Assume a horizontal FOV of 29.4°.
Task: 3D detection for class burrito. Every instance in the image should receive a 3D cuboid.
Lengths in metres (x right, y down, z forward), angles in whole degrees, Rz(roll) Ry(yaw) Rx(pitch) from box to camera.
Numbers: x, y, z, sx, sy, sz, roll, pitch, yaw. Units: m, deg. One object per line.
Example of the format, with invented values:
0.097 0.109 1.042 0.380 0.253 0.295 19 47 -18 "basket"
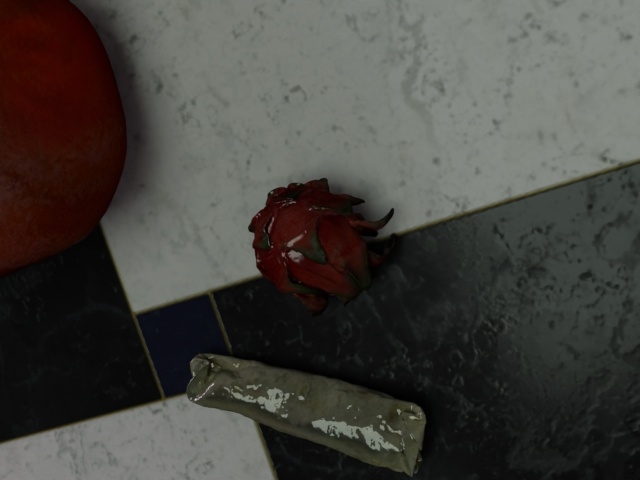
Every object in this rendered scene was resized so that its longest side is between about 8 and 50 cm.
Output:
-0.017 0.182 1.308 0.275 0.059 0.082 12 99 19 "burrito"

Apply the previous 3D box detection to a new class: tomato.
-0.367 -0.120 1.252 0.293 0.290 0.325 -25 94 27 "tomato"

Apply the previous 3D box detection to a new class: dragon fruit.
-0.004 0.005 1.235 0.142 0.130 0.121 27 69 -1 "dragon fruit"
